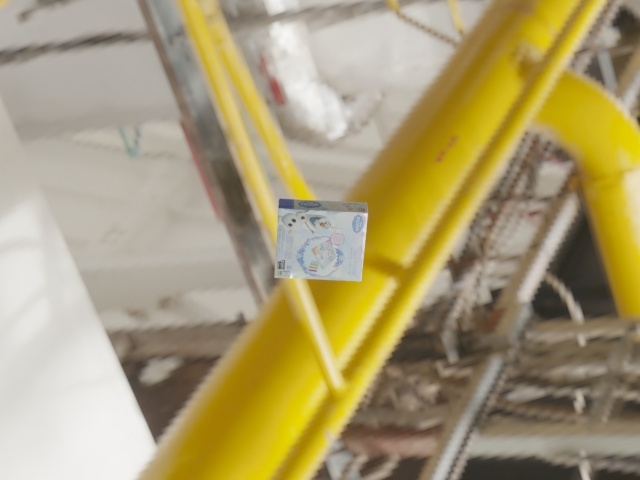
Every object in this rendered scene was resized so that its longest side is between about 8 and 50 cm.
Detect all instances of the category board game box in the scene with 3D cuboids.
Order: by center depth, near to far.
[{"bbox_3d":[0.000,0.000,1.717,0.090,0.090,0.020,4,-142,-2],"label":"board game box"}]
